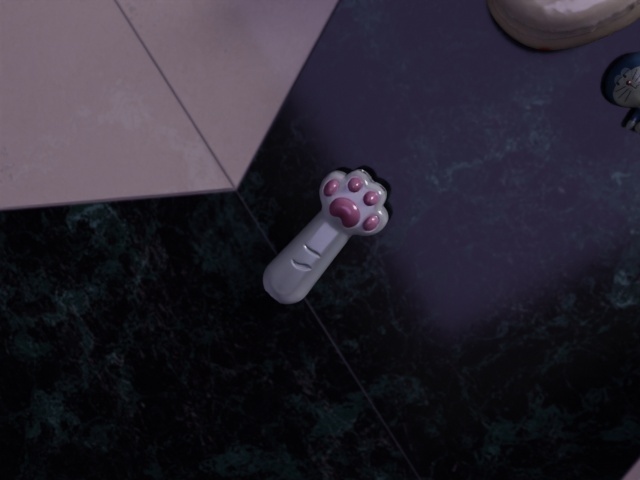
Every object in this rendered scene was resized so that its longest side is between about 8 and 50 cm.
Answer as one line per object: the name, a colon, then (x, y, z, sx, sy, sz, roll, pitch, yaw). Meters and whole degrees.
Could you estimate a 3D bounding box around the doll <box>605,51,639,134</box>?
doll: (0.344, -0.158, 0.800, 0.083, 0.050, 0.076, 41, 126, 1)

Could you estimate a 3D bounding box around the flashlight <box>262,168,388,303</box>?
flashlight: (0.000, 0.000, 0.920, 0.093, 0.047, 0.200, 42, 108, 2)

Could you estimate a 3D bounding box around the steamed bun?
steamed bun: (0.270, -0.293, 0.744, 0.177, 0.131, 0.228, 46, 110, 11)
